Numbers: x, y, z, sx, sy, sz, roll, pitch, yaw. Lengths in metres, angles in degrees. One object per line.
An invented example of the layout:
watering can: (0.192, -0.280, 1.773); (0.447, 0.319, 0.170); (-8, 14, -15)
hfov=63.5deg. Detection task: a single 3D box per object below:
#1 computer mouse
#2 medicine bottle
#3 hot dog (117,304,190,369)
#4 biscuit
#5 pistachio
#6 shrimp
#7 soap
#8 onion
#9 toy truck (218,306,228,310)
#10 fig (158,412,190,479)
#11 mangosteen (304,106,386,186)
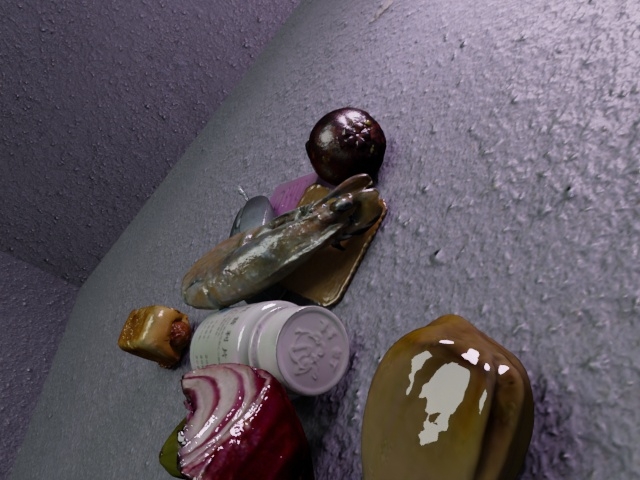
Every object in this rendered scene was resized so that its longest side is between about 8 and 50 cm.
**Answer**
computer mouse: (-0.166, -0.002, 1.197); (0.167, 0.090, 0.379); (-43, 49, 25)
medicine bottle: (-0.094, 0.190, 0.886); (0.293, 0.170, 0.170); (-15, 49, 52)
hot dog: (-0.429, 0.255, 1.379); (0.257, 0.153, 0.150); (-17, 51, 54)
biscuit: (0.000, 0.000, 1.031); (0.232, 0.013, 0.236); (19, 76, 43)
pistachio: (0.118, 0.211, 0.547); (0.213, 0.163, 0.260); (-124, 54, -83)
shrimp: (-0.084, 0.007, 1.010); (0.446, 0.109, 0.221); (-24, 25, 16)
soap: (-0.050, -0.088, 1.224); (0.203, 0.066, 0.122); (-11, 52, 54)
onion: (-0.074, 0.294, 0.693); (0.146, 0.280, 0.314); (-34, 18, -13)
toy truck: (-0.259, 0.159, 1.343); (0.032, 0.024, 0.083); (-26, 26, -4)
fig: (-0.188, 0.357, 0.891); (0.166, 0.154, 0.144); (-22, -14, -4)
mangosteen: (0.046, -0.188, 1.077); (0.184, 0.173, 0.172); (-9, 53, 57)
